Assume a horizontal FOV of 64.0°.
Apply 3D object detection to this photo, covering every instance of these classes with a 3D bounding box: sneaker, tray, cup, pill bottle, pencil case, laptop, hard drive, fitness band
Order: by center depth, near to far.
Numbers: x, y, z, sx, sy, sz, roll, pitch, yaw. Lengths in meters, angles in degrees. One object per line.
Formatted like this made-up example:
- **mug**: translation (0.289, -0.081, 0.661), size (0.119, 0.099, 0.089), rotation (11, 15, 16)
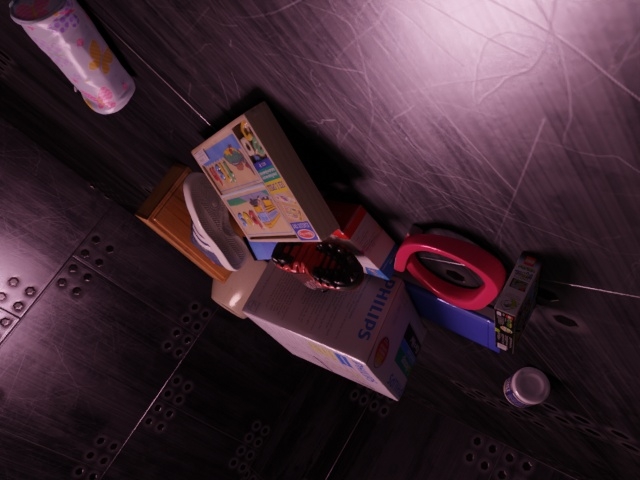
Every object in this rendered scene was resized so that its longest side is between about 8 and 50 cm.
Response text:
- **pencil case**: translation (-0.488, -0.379, 1.030), size (0.124, 0.113, 0.273), rotation (19, 160, 16)
- **fitness band**: translation (0.257, 0.059, 1.036), size (0.209, 0.054, 0.291), rotation (27, 164, 11)
- **sneaker**: translation (0.012, 0.061, 1.130), size (0.135, 0.097, 0.276), rotation (39, 165, -37)
- **hard drive**: translation (0.301, 0.166, 1.274), size (0.319, 0.040, 0.210), rotation (24, 162, 27)
- **pill bottle**: translation (0.555, 0.405, 1.397), size (0.094, 0.094, 0.169), rotation (28, 163, 17)
- **sneaker**: translation (-0.347, -0.051, 1.530), size (0.148, 0.131, 0.349), rotation (11, 135, 33)
- **laptop**: translation (-0.088, 0.077, 1.560), size (0.264, 0.137, 0.234), rotation (47, 169, 16)
- **tray**: translation (-0.387, -0.043, 1.668), size (0.076, 0.202, 0.411), rotation (20, 160, 37)
- **cup**: translation (-0.336, 0.197, 2.222), size (0.331, 0.236, 0.331), rotation (29, 163, 10)

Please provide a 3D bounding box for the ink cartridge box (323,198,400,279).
- **ink cartridge box**: translation (0.064, -0.016, 1.118), size (0.134, 0.078, 0.231), rotation (14, 156, 51)

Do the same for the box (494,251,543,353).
- **box**: translation (0.348, 0.117, 0.907), size (0.036, 0.114, 0.207), rotation (24, 162, 29)

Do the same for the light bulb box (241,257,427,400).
- **light bulb box**: translation (0.054, 0.216, 1.358), size (0.361, 0.225, 0.358), rotation (17, 158, 29)

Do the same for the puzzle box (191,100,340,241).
- **puzzle box**: translation (-0.137, -0.118, 1.093), size (0.272, 0.052, 0.409), rotation (58, 157, -14)
